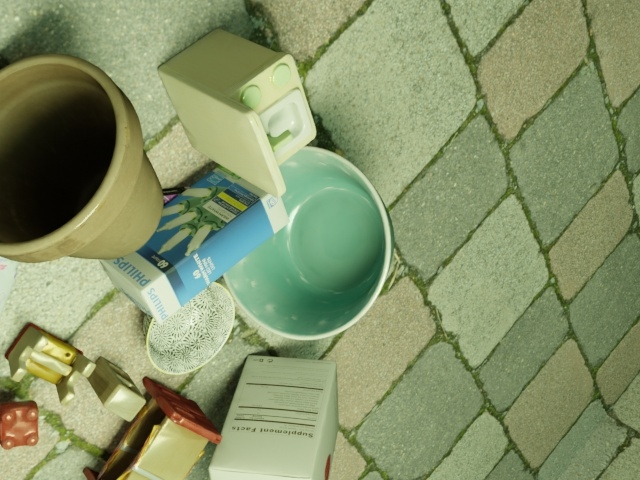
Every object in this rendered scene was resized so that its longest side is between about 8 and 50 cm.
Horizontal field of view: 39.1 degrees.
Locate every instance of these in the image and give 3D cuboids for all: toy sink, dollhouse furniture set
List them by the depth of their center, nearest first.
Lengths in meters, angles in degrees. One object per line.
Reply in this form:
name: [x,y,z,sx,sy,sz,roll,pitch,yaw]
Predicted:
toy sink: [-0.101,-0.191,1.307,0.131,0.234,0.153,-39,134,-20]
dollhouse furniture set: [-0.364,0.293,1.435,0.374,0.152,0.201,37,86,-31]

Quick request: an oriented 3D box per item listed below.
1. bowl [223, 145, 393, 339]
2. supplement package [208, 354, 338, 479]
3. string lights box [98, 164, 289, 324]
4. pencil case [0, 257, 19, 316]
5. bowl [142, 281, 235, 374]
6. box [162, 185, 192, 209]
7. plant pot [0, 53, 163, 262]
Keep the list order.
bowl: [0.000,0.000,1.507,0.163,0.311,0.312,-7,120,-64]
supplement package: [-0.072,0.367,1.599,0.293,0.175,0.178,-74,165,-56]
string lights box: [-0.189,-0.003,1.363,0.259,0.133,0.077,-39,135,-22]
pencil case: [-0.498,0.114,1.193,0.124,0.113,0.273,15,102,-56]
bowl: [-0.232,0.128,1.483,0.170,0.080,0.170,-22,126,-34]
box: [-0.260,-0.021,1.408,0.162,0.029,0.116,-10,120,-39]
plant pot: [-0.318,-0.075,1.181,0.263,0.263,0.229,-54,155,-6]
